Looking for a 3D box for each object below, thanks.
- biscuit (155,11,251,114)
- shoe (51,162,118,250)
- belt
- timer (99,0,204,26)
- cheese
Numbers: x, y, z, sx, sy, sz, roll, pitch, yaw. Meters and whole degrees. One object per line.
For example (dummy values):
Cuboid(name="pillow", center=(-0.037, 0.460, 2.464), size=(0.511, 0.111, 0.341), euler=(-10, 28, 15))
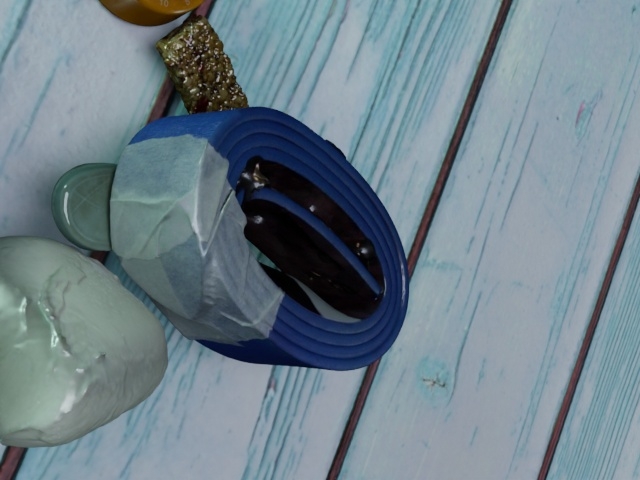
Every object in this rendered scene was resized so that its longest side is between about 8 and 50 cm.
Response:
Cuboid(name="biscuit", center=(-0.101, -0.129, 0.946), size=(0.064, 0.034, 0.199), euler=(-43, 128, -23))
Cuboid(name="shoe", center=(-0.195, -0.036, 0.876), size=(0.195, 0.078, 0.079), euler=(-19, 108, -60))
Cuboid(name="belt", center=(-0.046, 0.010, 0.908), size=(0.347, 0.117, 0.213), euler=(39, 60, -46))
Cuboid(name="timer", center=(-0.128, -0.267, 0.846), size=(0.132, 0.152, 0.132), euler=(-6, 100, -37))
Cuboid(name="cheese", center=(-0.238, 0.084, 0.790), size=(0.154, 0.198, 0.189), euler=(-40, 84, 10))
